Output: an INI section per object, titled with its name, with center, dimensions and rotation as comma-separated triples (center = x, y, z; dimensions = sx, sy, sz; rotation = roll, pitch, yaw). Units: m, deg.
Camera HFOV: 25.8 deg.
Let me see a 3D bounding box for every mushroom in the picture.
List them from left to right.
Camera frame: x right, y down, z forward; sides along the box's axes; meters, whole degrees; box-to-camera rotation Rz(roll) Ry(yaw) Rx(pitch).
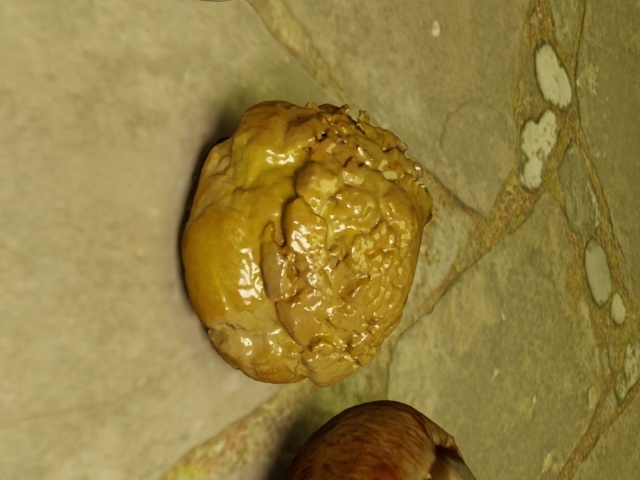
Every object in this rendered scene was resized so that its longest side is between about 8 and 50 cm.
[mushroom]
center = 0.058, 0.237, 0.921
dimensions = 0.267, 0.254, 0.267
rotation = 37, 36, -33

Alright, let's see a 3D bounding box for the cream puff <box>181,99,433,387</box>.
[cream puff]
center = 0.000, 0.000, 0.879
dimensions = 0.189, 0.129, 0.189
rotation = 1, 90, -67
